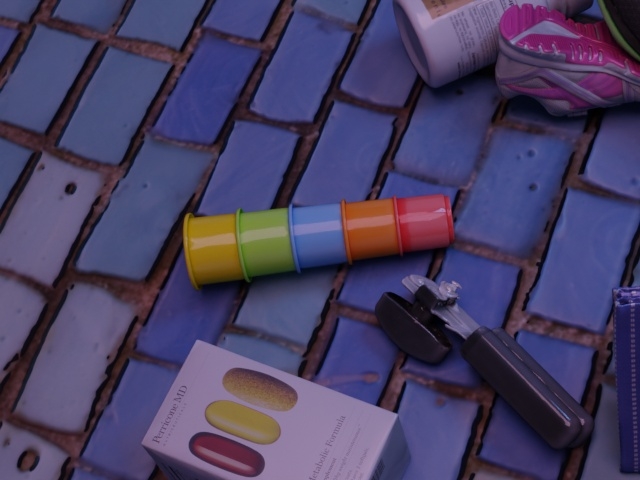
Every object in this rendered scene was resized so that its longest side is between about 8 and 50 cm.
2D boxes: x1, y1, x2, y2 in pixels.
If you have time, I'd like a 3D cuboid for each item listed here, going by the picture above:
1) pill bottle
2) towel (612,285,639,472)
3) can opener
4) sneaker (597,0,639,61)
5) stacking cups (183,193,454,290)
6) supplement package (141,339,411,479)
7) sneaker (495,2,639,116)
[{"bbox_3d":[0.218,-0.294,1.690,0.229,0.131,0.131,-24,60,-3],"label":"pill bottle"},{"bbox_3d":[0.467,0.128,1.365,0.336,0.243,0.040,-7,32,7],"label":"towel"},{"bbox_3d":[0.183,0.136,1.506,0.280,0.074,0.093,41,110,28],"label":"can opener"},{"bbox_3d":[0.509,-0.225,1.512,0.483,0.202,0.185,43,68,12],"label":"sneaker"},{"bbox_3d":[0.000,0.000,1.596,0.316,0.096,0.096,-5,61,6],"label":"stacking cups"},{"bbox_3d":[-0.045,0.227,1.451,0.244,0.134,0.139,18,66,19],"label":"supplement package"},{"bbox_3d":[0.324,-0.207,1.645,0.252,0.111,0.103,13,50,-6],"label":"sneaker"}]
